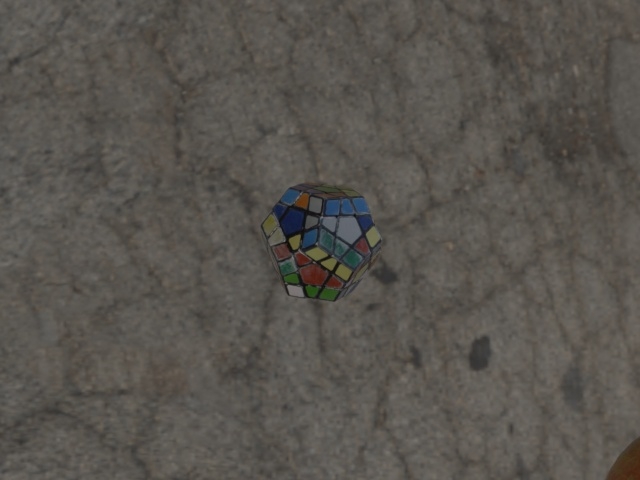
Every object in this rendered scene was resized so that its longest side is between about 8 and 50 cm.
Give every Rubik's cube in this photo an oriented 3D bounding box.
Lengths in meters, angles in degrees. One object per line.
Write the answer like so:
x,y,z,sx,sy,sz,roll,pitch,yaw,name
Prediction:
0.000,0.000,0.866,0.093,0.111,0.111,-24,106,-7,Rubik's cube

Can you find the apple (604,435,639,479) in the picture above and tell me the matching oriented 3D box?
0.391,0.278,0.819,0.309,0.250,0.277,11,96,-13,apple
